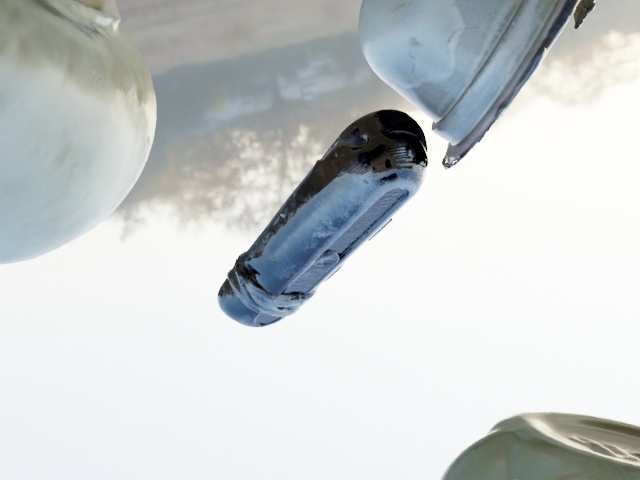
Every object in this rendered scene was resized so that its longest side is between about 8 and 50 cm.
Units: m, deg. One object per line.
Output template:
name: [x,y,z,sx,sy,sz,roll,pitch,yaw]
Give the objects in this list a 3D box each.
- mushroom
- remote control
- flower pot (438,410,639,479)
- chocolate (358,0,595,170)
mushroom: [-0.204,-0.130,0.628,0.315,0.315,0.356,-20,-174,-31]
remote control: [0.000,0.000,1.040,0.090,0.066,0.266,16,132,-30]
flower pot: [0.166,0.213,0.740,0.246,0.195,0.246,12,-177,-1]
chocolate: [0.111,-0.181,0.997,0.221,0.147,0.221,-50,-176,5]
